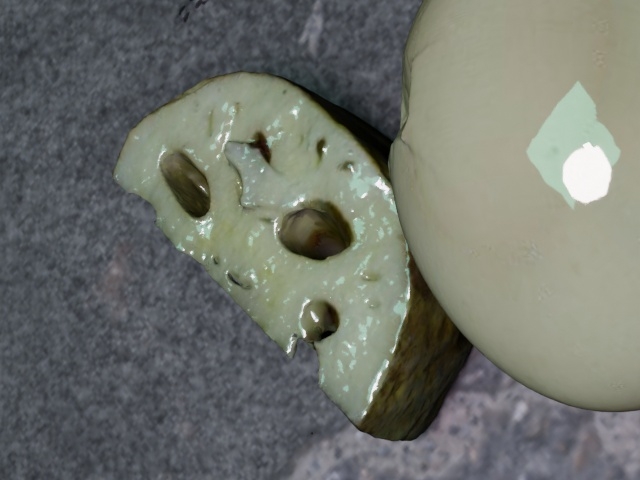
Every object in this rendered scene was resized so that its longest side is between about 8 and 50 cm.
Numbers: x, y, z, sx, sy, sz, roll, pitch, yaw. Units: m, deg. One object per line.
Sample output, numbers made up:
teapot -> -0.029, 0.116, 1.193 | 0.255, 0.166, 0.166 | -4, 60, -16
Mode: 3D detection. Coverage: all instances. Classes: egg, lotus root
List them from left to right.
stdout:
lotus root -> 0.000, 0.000, 0.919 | 0.138, 0.119, 0.235 | -49, 62, 16
egg -> 0.141, -0.052, 0.788 | 0.219, 0.219, 0.269 | 2, 70, 30
